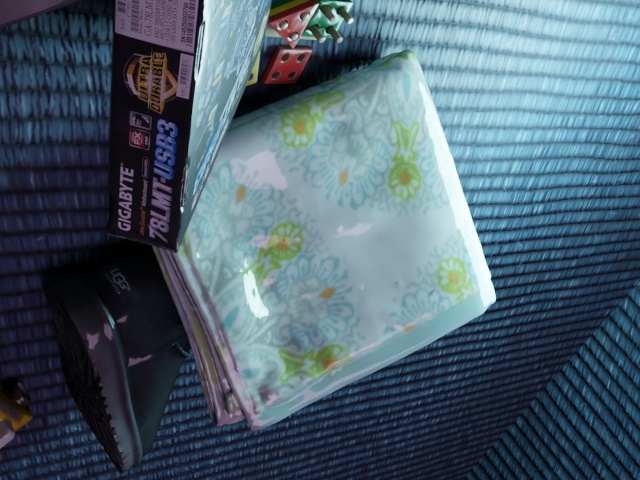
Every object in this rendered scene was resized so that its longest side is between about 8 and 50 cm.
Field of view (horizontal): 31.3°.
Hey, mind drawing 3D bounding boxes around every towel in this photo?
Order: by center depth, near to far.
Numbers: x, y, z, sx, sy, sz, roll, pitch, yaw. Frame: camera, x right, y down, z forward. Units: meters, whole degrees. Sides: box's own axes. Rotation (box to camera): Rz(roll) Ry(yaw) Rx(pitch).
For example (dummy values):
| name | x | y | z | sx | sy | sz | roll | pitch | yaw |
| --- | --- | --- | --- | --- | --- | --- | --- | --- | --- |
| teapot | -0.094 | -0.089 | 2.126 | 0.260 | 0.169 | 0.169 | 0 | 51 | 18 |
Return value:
| name | x | y | z | sx | sy | sz | roll | pitch | yaw |
| --- | --- | --- | --- | --- | --- | --- | --- | --- | --- |
| towel | 0.000 | 0.000 | 1.269 | 0.374 | 0.090 | 0.320 | -25 | 108 | -21 |

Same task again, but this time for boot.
| name | x | y | z | sx | sy | sz | roll | pitch | yaw |
| --- | --- | --- | --- | --- | --- | --- | --- | --- | --- |
| boot | -0.098 | 0.084 | 1.439 | 0.445 | 0.146 | 0.367 | -29 | 153 | -23 |

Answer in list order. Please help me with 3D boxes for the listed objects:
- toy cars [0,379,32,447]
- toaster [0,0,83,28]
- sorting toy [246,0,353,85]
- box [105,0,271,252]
| name | x | y | z | sx | sy | sz | roll | pitch | yaw |
| --- | --- | --- | --- | --- | --- | --- | --- | --- | --- |
| toy cars | -0.437 | 0.282 | 1.392 | 0.176 | 0.087 | 0.393 | -11 | 143 | -38 |
| toaster | -0.246 | -0.231 | 0.780 | 0.227 | 0.129 | 0.146 | -15 | 150 | 11 |
| sorting toy | -0.011 | -0.240 | 1.132 | 0.132 | 0.046 | 0.274 | -5 | 139 | -44 |
| box | -0.089 | -0.192 | 0.905 | 0.293 | 0.073 | 0.295 | 107 | 1 | -49 |
